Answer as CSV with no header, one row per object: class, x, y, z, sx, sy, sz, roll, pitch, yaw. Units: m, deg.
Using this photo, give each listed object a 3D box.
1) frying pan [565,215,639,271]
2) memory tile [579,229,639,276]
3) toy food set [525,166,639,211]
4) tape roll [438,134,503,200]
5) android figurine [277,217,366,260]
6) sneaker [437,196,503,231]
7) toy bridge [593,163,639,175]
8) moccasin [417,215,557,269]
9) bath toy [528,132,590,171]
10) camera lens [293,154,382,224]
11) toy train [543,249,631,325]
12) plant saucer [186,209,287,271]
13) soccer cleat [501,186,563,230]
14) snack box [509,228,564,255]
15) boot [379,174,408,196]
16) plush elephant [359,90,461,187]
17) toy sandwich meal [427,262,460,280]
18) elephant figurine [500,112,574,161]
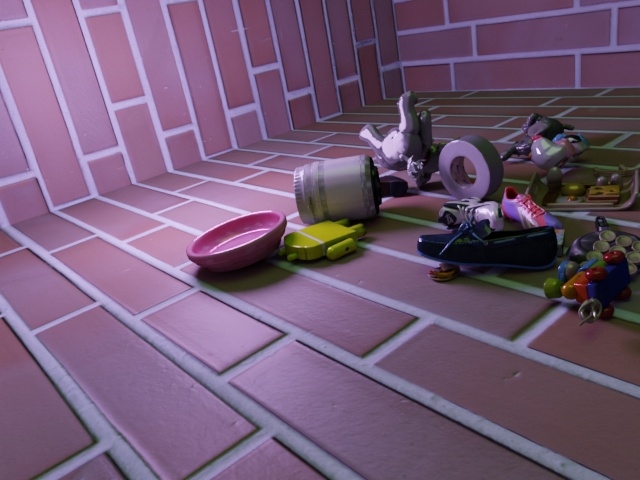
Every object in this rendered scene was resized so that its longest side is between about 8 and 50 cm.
frying pan,0.751,-0.002,1.427,0.197,0.053,0.326,11,33,41
memory tile,0.680,0.041,1.305,0.113,0.012,0.148,24,59,37
toy food set,0.811,-0.172,1.746,0.306,0.092,0.220,1,24,28
tape roll,0.500,-0.239,1.889,0.072,0.219,0.219,-24,25,-29
android figurine,0.000,0.000,1.759,0.273,0.056,0.248,-22,25,-27
sneaker,0.431,-0.068,1.672,0.153,0.093,0.235,-15,22,-5
toy bridge,1.018,-0.236,1.894,0.188,0.026,0.063,-6,23,13
moccasin,0.422,-0.006,1.443,0.343,0.116,0.137,2,21,9
bath toy,0.827,-0.321,1.995,0.348,0.129,0.151,-18,-23,-50
camera lens,0.065,-0.171,1.927,0.275,0.219,0.219,-7,22,10
toy train,0.538,0.108,1.194,0.248,0.105,0.143,-27,17,-35
plant saucer,-0.256,0.006,1.790,0.333,0.084,0.332,-17,20,7
soccer cleat,0.604,-0.085,1.627,0.083,0.095,0.248,-15,22,-9
snack box,0.571,0.004,1.501,0.141,0.037,0.100,1,26,27
boot,0.229,-0.207,2.149,0.220,0.082,0.106,7,16,18
plush elephant,0.356,-0.339,2.067,0.256,0.329,0.272,6,-39,-45
toy sandwich meal,0.318,0.076,1.454,0.086,0.029,0.085,-9,22,4
elephant figurine,0.848,-0.384,2.215,0.169,0.186,0.239,38,48,4
